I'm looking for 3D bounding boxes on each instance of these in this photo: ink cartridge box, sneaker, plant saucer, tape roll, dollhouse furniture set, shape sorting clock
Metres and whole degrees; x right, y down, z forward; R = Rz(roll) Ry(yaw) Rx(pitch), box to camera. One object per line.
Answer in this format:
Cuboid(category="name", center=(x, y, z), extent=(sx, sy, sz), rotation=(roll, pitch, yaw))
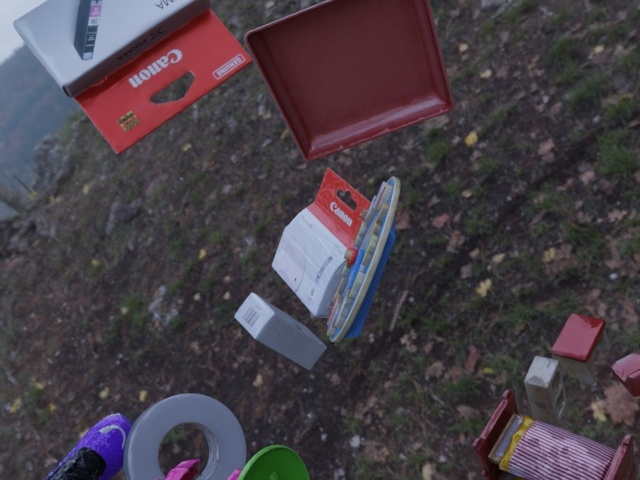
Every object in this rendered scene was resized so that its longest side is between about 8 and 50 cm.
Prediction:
Cuboid(category="ink cartridge box", center=(-0.281, -0.307, 1.021), extent=(0.275, 0.239, 0.060), rotation=(-39, -3, -12))
Cuboid(category="ink cartridge box", center=(0.000, 0.000, 1.259), extent=(0.189, 0.066, 0.232), rotation=(45, 127, 47))
Cuboid(category="sneaker", center=(-0.475, 0.470, 1.275), extent=(0.293, 0.102, 0.146), rotation=(-47, 3, -4))
Cuboid(category="plant saucer", center=(0.051, -0.261, 0.994), extent=(0.259, 0.259, 0.047), rotation=(-19, 48, 9))
Cuboid(category="tape roll", center=(-0.253, 0.400, 1.235), extent=(0.219, 0.219, 0.072), rotation=(-51, 8, -29))
Cuboid(category="dollhouse furniture set", center=(0.424, 0.262, 1.058), extent=(0.201, 0.152, 0.374), rotation=(12, 48, 40))
Cuboid(category="shape sorting clock", center=(0.048, 0.021, 0.772), extent=(0.206, 0.040, 0.206), rotation=(-163, 90, -88))

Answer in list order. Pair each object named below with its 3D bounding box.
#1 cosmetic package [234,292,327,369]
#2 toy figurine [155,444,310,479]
Cuboid(category="cosmetic package", center=(-0.098, 0.233, 1.679), extent=(0.085, 0.231, 0.117), rotation=(-53, 44, 0))
Cuboid(category="toy figurine", center=(-0.103, 0.293, 0.692), extent=(0.159, 0.173, 0.130), rotation=(-6, 21, 34))
